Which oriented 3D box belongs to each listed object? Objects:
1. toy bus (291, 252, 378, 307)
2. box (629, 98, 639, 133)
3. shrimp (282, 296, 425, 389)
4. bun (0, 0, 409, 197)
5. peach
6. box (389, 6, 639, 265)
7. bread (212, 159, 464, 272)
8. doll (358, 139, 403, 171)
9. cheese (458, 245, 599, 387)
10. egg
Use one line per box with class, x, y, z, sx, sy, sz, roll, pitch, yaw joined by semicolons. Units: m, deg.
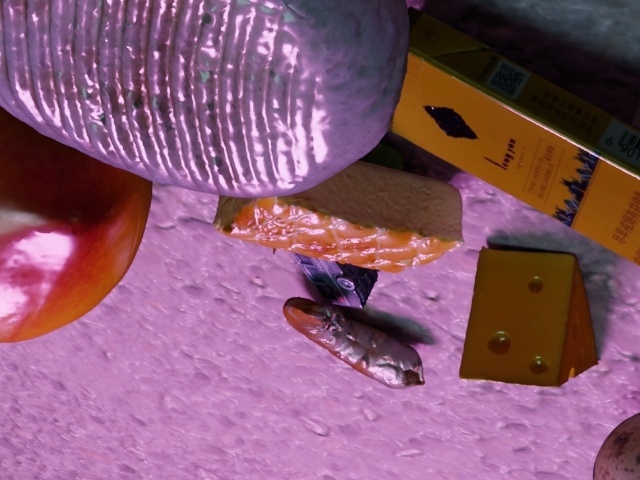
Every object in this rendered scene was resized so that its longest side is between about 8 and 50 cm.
toy bus;0.000;0.000;1.540;0.065;0.047;0.166;6;146;34
box;0.342;-0.082;1.164;0.201;0.058;0.141;-14;132;46
shrimp;0.037;0.095;1.622;0.161;0.049;0.166;27;169;5
bun;-0.100;-0.187;1.155;0.361;0.211;0.362;16;143;13
peach;-0.279;-0.060;1.397;0.289;0.289;0.308;26;-175;-3
box;0.176;-0.066;1.252;0.279;0.041;0.153;30;163;10
bread;0.018;-0.024;1.407;0.188;0.068;0.125;14;163;-22
doll;-0.021;-0.085;1.423;0.190;0.050;0.115;11;156;13
cheese;0.201;0.092;1.519;0.093;0.126;0.171;4;163;20
egg;0.352;0.232;1.565;0.181;0.141;0.141;5;146;15
